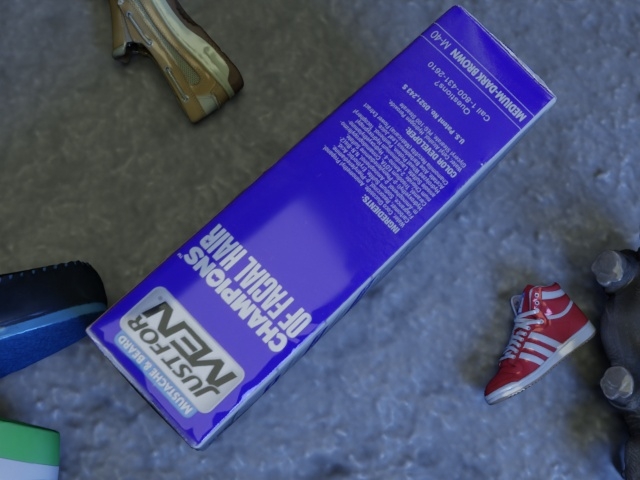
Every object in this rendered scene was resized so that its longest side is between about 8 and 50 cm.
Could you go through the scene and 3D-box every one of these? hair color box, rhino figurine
[{"bbox_3d":[0.000,0.000,0.615,0.110,0.185,0.339,44,74,5],"label":"hair color box"},{"bbox_3d":[0.263,0.110,0.666,0.073,0.106,0.243,-4,75,25],"label":"rhino figurine"}]

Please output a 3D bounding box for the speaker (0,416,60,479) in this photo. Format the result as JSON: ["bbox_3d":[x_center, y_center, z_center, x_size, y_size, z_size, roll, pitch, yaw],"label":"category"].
[{"bbox_3d":[-0.267,0.261,0.543,0.131,0.131,0.297,14,75,-4],"label":"speaker"}]

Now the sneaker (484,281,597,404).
[{"bbox_3d":[0.168,0.081,0.689,0.118,0.042,0.067,-32,86,-21],"label":"sneaker"}]

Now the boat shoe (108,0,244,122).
[{"bbox_3d":[-0.152,-0.182,0.708,0.072,0.068,0.190,-42,84,-3],"label":"boat shoe"}]

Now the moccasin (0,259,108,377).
[{"bbox_3d":[-0.328,0.060,0.585,0.341,0.138,0.117,-15,74,-12],"label":"moccasin"}]
